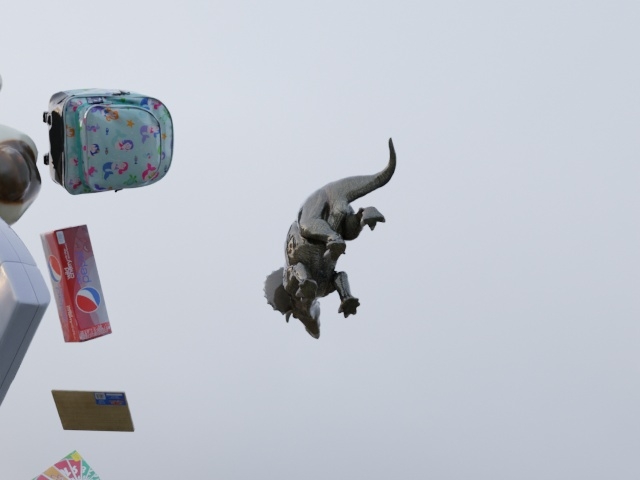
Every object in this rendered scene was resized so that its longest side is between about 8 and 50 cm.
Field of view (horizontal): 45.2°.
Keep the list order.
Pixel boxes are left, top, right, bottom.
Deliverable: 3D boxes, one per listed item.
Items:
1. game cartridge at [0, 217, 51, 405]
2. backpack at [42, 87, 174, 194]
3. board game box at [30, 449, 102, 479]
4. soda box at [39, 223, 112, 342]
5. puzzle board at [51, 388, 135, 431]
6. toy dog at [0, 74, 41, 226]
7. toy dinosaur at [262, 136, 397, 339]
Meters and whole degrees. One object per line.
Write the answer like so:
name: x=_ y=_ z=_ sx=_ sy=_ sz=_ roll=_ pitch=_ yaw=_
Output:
game cartridge: x=-0.443 y=0.063 z=0.954 sx=0.297 sy=0.198 sz=0.062 roll=35 pitch=8 yaw=36
backpack: x=-0.435 y=-0.213 z=1.645 sx=0.253 sy=0.225 sz=0.191 roll=-11 pitch=22 yaw=-42
board game box: x=-0.516 y=0.598 z=1.709 sx=0.259 sy=0.124 sz=0.039 roll=44 pitch=-47 yaw=13
soda box: x=-0.564 y=0.100 z=1.771 sx=0.083 sy=0.263 sz=0.092 roll=-15 pitch=4 yaw=-42
puzzle board: x=-0.388 y=0.290 z=1.319 sx=0.128 sy=0.011 sz=0.096 roll=0 pitch=-57 yaw=4
toy dog: x=-0.717 y=-0.179 z=1.426 sx=0.408 sy=0.395 sz=0.284 roll=28 pitch=-50 yaw=-19
toy dinosaur: x=0.000 y=0.000 z=1.021 sx=0.121 sy=0.313 sz=0.160 roll=6 pitch=18 yaw=-31
